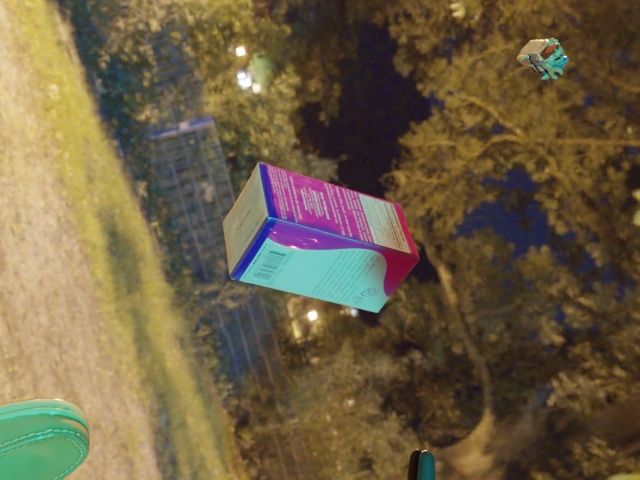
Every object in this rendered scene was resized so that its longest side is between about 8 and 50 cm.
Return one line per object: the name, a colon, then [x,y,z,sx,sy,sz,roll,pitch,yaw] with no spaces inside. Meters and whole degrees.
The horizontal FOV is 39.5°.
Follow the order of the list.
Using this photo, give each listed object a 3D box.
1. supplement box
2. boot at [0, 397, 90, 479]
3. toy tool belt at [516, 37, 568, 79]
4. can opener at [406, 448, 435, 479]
supplement box: [0.000,0.000,1.150,0.111,0.220,0.114,-55,-148,33]
boot: [-0.267,0.238,0.619,0.203,0.262,0.095,55,-15,45]
toy tool belt: [0.296,-0.232,1.153,0.051,0.052,0.083,42,-3,-22]
can opener: [0.124,0.363,1.145,0.059,0.073,0.186,0,-102,63]
